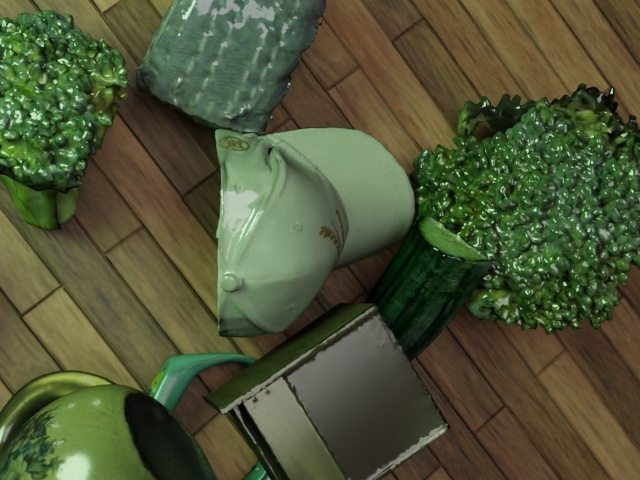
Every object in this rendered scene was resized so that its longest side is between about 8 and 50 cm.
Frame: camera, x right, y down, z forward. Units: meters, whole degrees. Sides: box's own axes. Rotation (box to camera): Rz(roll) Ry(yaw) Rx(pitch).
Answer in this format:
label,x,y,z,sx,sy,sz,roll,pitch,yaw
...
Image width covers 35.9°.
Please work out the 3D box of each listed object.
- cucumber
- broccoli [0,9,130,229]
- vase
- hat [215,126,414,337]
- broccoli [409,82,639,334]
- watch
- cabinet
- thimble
label,x,y,z,sx,sy,sz,roll,pitch,yaw
cucumber,0.104,0.085,1.242,0.063,0.244,0.115,-11,48,-43
broccoli,-0.319,-0.128,1.136,0.247,0.246,0.288,-6,49,8
vase,-0.287,0.284,1.084,0.302,0.329,0.241,-38,137,8
hat,-0.007,-0.002,1.198,0.301,0.168,0.258,-13,122,-25
broccoli,0.285,-0.049,1.280,0.334,0.272,0.324,-37,91,-3
watch,-0.141,0.251,1.231,0.195,0.068,0.237,31,73,-14
cabinet,0.000,0.204,1.171,0.215,0.148,0.175,-33,96,-15
thimble,-0.110,-0.253,1.218,0.172,0.205,0.236,27,81,-14
